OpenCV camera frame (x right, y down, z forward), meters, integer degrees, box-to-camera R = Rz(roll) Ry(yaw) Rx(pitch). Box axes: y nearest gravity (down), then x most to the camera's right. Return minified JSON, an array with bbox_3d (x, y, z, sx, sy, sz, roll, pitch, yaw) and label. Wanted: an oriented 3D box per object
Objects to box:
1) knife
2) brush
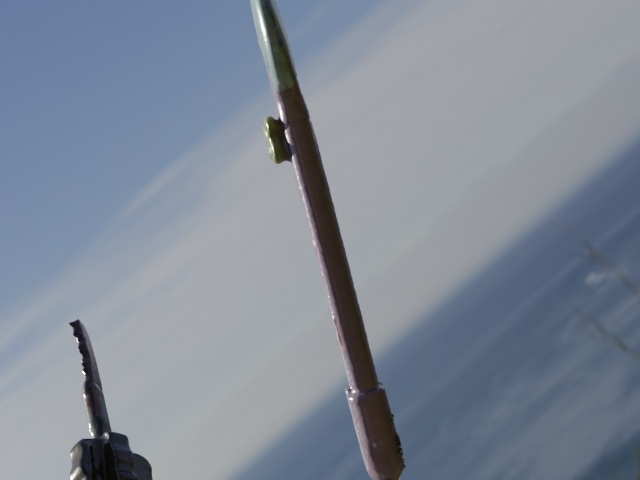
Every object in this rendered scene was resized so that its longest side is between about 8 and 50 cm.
[{"bbox_3d":[-0.001,0.000,1.324,0.038,0.399,0.132,-16,3,1],"label":"knife"},{"bbox_3d":[-0.194,0.175,1.583,0.071,0.301,0.084,-15,-50,-4],"label":"brush"}]
